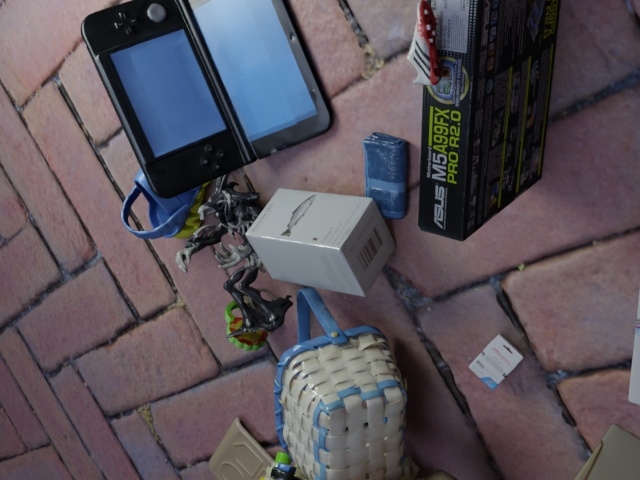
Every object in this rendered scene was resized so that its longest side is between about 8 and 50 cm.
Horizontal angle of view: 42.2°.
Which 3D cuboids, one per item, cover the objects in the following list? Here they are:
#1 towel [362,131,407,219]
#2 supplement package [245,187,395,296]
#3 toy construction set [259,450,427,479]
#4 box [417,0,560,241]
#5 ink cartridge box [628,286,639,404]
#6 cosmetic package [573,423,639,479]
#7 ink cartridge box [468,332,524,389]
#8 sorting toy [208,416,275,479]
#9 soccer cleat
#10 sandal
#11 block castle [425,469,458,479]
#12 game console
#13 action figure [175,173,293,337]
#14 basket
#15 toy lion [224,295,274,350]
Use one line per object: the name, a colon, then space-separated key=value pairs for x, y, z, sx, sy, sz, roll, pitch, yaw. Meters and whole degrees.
towel: x=0.092 y=-0.089 z=1.175 sx=0.067 sy=0.029 sz=0.120 roll=17 pitch=122 yaw=33
supplement package: x=0.000 y=0.000 z=1.227 sx=0.179 sy=0.105 sz=0.105 roll=8 pitch=142 yaw=37
toy construction set: x=0.021 y=0.438 z=1.403 sx=0.327 sy=0.215 sz=0.151 roll=-17 pitch=57 yaw=44
box: x=0.190 y=-0.162 z=0.921 sx=0.060 sy=0.216 sz=0.270 roll=17 pitch=123 yaw=32
ink cartridge box: x=0.435 y=0.059 z=0.858 sx=0.168 sy=0.171 sz=0.233 roll=14 pitch=120 yaw=35
cosmetic package: x=0.327 y=0.387 z=1.028 sx=0.113 sy=0.309 sz=0.160 roll=32 pitch=128 yaw=23
ink cartridge box: x=0.253 y=0.166 z=1.172 sx=0.048 sy=0.028 sz=0.083 roll=44 pitch=134 yaw=14
sorting toy: x=-0.130 y=0.475 z=1.665 sx=0.208 sy=0.038 sz=0.193 roll=47 pitch=134 yaw=18
soccer cleat: x=0.099 y=-0.191 z=0.810 sx=0.035 sy=0.029 sz=0.083 roll=3 pitch=118 yaw=34
sandal: x=-0.250 y=-0.113 z=1.382 sx=0.126 sy=0.138 sz=0.318 roll=35 pitch=128 yaw=23
block castle: x=0.133 y=0.573 z=1.133 sx=0.302 sy=0.213 sz=0.454 roll=-15 pitch=91 yaw=0
game console: x=-0.167 y=-0.242 z=1.208 sx=0.173 sy=0.250 sz=0.293 roll=-7 pitch=108 yaw=64
action figure: x=-0.144 y=0.018 z=1.349 sx=0.164 sy=0.140 sz=0.276 roll=-12 pitch=97 yaw=54
basket: x=0.021 y=0.246 z=1.314 sx=0.289 sy=0.201 sz=0.255 roll=-133 pitch=36 yaw=-52
toy lion: x=-0.128 y=0.146 z=1.441 sx=0.100 sy=0.096 sz=0.034 roll=39 pitch=132 yaw=19
